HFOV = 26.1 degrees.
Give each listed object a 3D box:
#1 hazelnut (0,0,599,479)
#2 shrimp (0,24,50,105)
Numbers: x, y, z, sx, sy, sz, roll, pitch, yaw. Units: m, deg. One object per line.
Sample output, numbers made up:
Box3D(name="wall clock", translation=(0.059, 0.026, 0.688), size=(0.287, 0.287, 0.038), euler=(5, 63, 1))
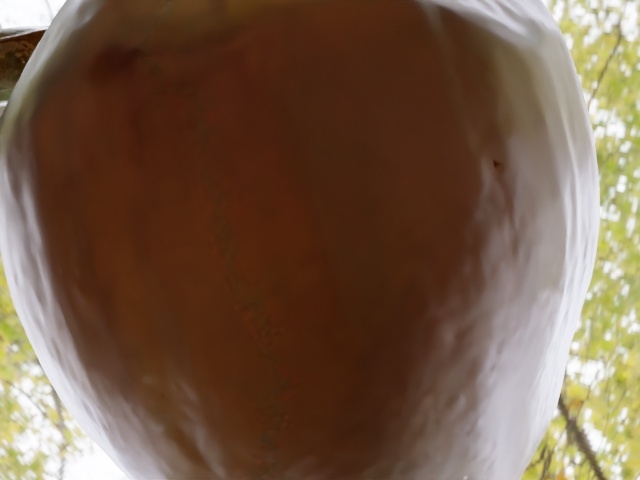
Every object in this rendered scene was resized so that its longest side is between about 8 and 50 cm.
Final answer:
Box3D(name="hazelnut", translation=(-0.004, -0.008, 0.730), size=(0.366, 0.366, 0.366), euler=(-2, -116, 4))
Box3D(name="shrimp", translation=(-0.248, -0.105, 1.029), size=(0.296, 0.169, 0.058), euler=(-12, -107, -14))
